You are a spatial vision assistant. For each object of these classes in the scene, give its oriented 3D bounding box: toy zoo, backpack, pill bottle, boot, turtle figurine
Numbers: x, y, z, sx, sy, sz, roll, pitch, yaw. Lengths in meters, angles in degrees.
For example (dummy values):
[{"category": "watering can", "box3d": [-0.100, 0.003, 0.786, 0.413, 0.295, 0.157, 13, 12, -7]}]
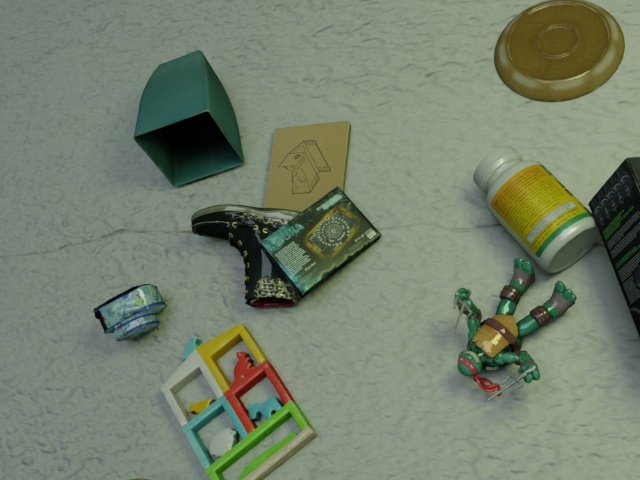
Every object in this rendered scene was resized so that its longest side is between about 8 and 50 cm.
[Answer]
[{"category": "toy zoo", "box3d": [-0.160, 0.281, 1.230, 0.192, 0.030, 0.293, -38, 60, 0]}, {"category": "backpack", "box3d": [-0.351, 0.138, 1.329, 0.114, 0.105, 0.084, -31, 82, 3]}, {"category": "pill bottle", "box3d": [0.349, -0.058, 1.155, 0.117, 0.117, 0.208, -36, 59, 1]}, {"category": "boot", "box3d": [-0.140, 0.029, 1.302, 0.236, 0.085, 0.179, 2, 67, 9]}, {"category": "turtle figurine", "box3d": [0.278, 0.140, 1.089, 0.234, 0.118, 0.175, -42, 73, -17]}]

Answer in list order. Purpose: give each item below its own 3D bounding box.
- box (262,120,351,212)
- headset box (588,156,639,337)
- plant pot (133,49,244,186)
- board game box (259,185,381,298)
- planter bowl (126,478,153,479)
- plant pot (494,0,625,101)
[{"category": "box", "box3d": [-0.027, -0.140, 1.387, 0.164, 0.021, 0.201, -2, 66, 19]}, {"category": "headset box", "box3d": [0.554, 0.007, 0.994, 0.246, 0.131, 0.283, -6, 62, -10]}, {"category": "plant pot", "box3d": [-0.271, -0.272, 1.461, 0.165, 0.165, 0.234, -16, 53, 12]}, {"category": "board game box", "box3d": [0.000, 0.000, 1.262, 0.186, 0.026, 0.126, -36, 76, -17]}, {"category": "planter bowl", "box3d": [-0.286, 0.505, 1.136, 0.217, 0.090, 0.217, -8, 64, 16]}, {"category": "plant pot", "box3d": [0.446, -0.368, 1.317, 0.236, 0.032, 0.237, -8, 64, 17]}]
